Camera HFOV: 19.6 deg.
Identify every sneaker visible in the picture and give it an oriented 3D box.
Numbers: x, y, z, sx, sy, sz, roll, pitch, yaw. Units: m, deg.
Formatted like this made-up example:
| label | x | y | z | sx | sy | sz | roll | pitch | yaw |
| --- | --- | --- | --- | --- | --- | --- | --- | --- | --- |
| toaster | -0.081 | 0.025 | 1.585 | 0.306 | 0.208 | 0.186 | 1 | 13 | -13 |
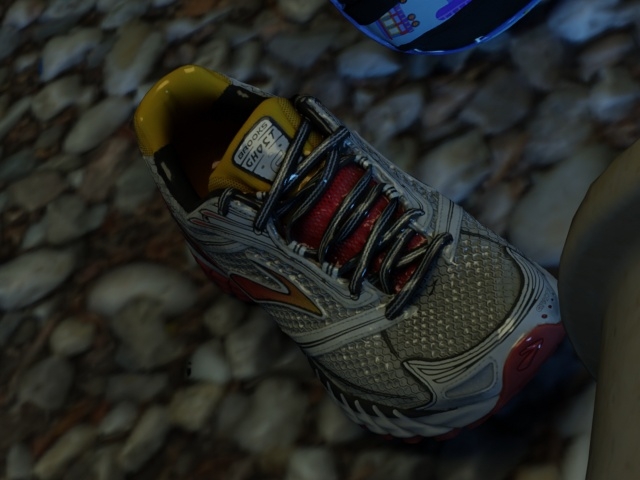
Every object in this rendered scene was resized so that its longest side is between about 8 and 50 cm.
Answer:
| label | x | y | z | sx | sy | sz | roll | pitch | yaw |
| --- | --- | --- | --- | --- | --- | --- | --- | --- | --- |
| sneaker | 0.000 | 0.000 | 0.696 | 0.088 | 0.093 | 0.225 | -48 | 44 | -13 |

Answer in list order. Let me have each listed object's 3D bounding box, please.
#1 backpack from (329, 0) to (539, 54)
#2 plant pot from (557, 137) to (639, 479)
| label | x | y | z | sx | sy | sz | roll | pitch | yaw |
| --- | --- | --- | --- | --- | --- | --- | --- | --- | --- |
| backpack | 0.055 | -0.174 | 0.779 | 0.173 | 0.158 | 0.117 | -45 | 33 | 8 |
| plant pot | 0.162 | 0.178 | 0.295 | 0.333 | 0.334 | 0.305 | 4 | 66 | 36 |
